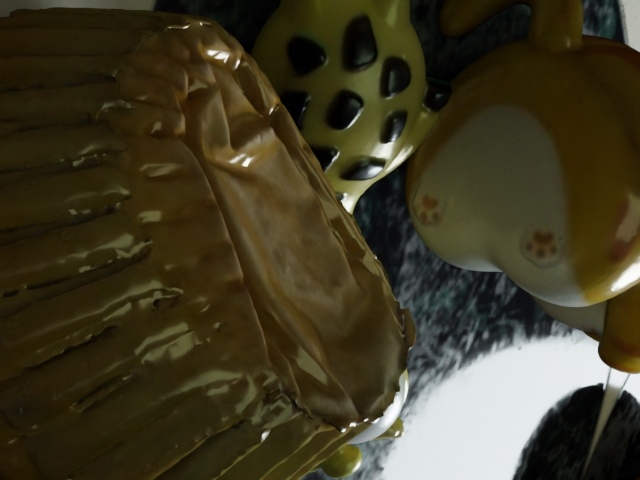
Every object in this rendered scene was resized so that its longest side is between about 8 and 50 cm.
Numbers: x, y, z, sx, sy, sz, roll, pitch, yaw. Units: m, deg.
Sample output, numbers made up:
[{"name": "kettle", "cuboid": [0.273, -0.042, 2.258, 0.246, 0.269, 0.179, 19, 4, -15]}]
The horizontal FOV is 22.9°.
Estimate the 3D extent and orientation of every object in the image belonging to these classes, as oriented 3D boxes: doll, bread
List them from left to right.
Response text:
[{"name": "bread", "cuboid": [-0.074, 0.008, 0.645, 0.240, 0.139, 0.240, 40, 37, -38]}, {"name": "doll", "cuboid": [0.000, 0.000, 0.814, 0.117, 0.086, 0.291, 4, 113, -3]}, {"name": "doll", "cuboid": [0.165, -0.019, 0.914, 0.162, 0.166, 0.269, -57, 140, -5]}]

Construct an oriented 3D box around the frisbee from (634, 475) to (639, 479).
[{"name": "frisbee", "cuboid": [0.242, 0.219, 1.184, 0.192, 0.035, 0.192, -28, 139, -28]}]
